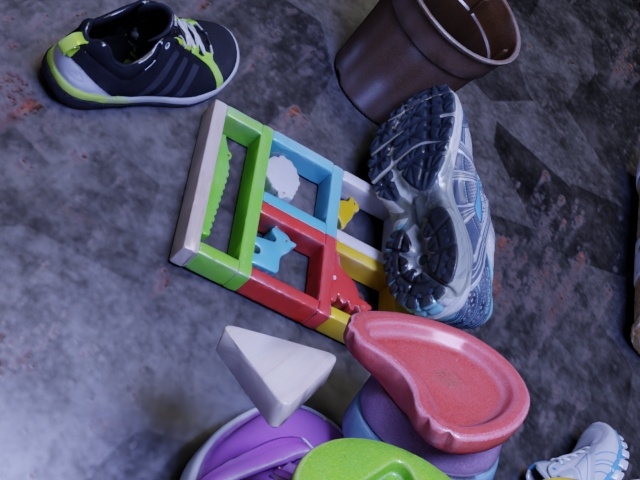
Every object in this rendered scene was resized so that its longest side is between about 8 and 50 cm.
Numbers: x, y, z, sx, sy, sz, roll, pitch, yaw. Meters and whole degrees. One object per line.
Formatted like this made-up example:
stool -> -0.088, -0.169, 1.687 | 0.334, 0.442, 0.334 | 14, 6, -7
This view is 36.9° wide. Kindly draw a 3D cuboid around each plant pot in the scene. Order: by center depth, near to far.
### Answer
plant pot -> 0.113, -0.224, 1.107 | 0.167, 0.165, 0.167 | 23, 48, -28

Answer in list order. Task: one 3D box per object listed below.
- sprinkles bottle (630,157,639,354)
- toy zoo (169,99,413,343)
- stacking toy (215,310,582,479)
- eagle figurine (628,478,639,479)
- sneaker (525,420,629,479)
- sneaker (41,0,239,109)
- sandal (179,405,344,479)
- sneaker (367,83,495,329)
sprinkles bottle -> 0.491, 0.007, 1.306 | 0.121, 0.121, 0.355 | 36, 44, -16
toy zoo -> 0.000, 0.000, 0.952 | 0.293, 0.030, 0.192 | 28, 46, -24
stacking toy -> 0.063, 0.190, 0.681 | 0.279, 0.130, 0.309 | 7, 29, -31
eagle figurine -> 0.192, 0.348, 0.762 | 0.298, 0.226, 0.225 | -32, 103, -52
sneaker -> 0.254, 0.242, 0.979 | 0.083, 0.071, 0.191 | 42, 42, -2
sneaker -> -0.148, -0.177, 0.898 | 0.234, 0.097, 0.084 | -25, 80, -47
sandal -> -0.034, 0.210, 0.638 | 0.169, 0.102, 0.416 | 34, 24, 4
sneaker -> 0.125, -0.033, 1.007 | 0.122, 0.110, 0.283 | 35, 47, -42
